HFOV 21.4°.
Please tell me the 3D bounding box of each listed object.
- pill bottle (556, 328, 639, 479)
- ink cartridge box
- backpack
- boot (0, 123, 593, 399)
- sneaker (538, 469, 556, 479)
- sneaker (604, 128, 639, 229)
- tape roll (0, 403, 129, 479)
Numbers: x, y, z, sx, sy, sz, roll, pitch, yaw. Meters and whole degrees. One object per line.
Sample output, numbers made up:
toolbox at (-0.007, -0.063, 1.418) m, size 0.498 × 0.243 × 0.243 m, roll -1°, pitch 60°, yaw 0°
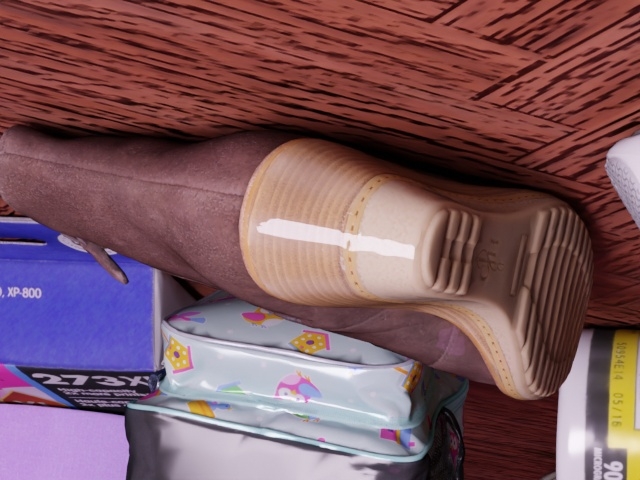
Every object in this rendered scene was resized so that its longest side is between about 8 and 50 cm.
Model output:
pill bottle at (0.239, 0.109, 0.930) m, size 0.209 × 0.119 × 0.119 m, roll 0°, pitch 162°, yaw 13°
ink cartridge box at (-0.146, 0.069, 1.013) m, size 0.176 × 0.069 × 0.371 m, roll 2°, pitch 160°, yaw 13°
backpack at (-0.005, 0.095, 0.879) m, size 0.166 × 0.144 × 0.188 m, roll 6°, pitch -175°, yaw 14°
boot at (0.000, 0.000, 0.760) m, size 0.207 × 0.090 × 0.248 m, roll 12°, pitch 173°, yaw 29°
sneaker at (0.249, 0.236, 1.394) m, size 0.222 × 0.083 × 0.118 m, roll 11°, pitch 162°, yaw -23°
sneaker at (0.225, 0.006, 0.695) m, size 0.281 × 0.105 × 0.115 m, roll 25°, pitch 120°, yaw -39°
tape roll at (-0.157, 0.179, 1.112) m, size 0.275 × 0.090 × 0.275 m, roll 6°, pitch 164°, yaw 2°
